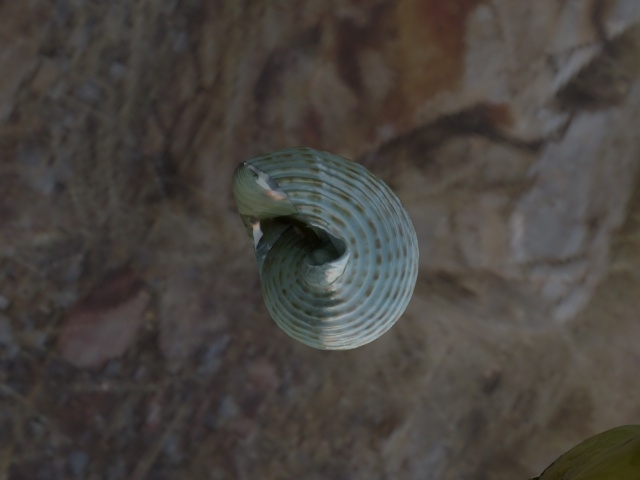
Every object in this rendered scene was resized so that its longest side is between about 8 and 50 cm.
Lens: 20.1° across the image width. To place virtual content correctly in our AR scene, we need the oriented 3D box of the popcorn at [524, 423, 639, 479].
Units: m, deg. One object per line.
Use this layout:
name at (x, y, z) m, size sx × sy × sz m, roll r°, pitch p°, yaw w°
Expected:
popcorn at (0.110, 0.165, 0.300) m, size 0.282 × 0.282 × 0.247 m, roll -62°, pitch 163°, yaw 1°

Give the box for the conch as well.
conch at (0.004, -0.003, 1.136) m, size 0.102 × 0.135 × 0.153 m, roll -38°, pitch 167°, yaw -28°
